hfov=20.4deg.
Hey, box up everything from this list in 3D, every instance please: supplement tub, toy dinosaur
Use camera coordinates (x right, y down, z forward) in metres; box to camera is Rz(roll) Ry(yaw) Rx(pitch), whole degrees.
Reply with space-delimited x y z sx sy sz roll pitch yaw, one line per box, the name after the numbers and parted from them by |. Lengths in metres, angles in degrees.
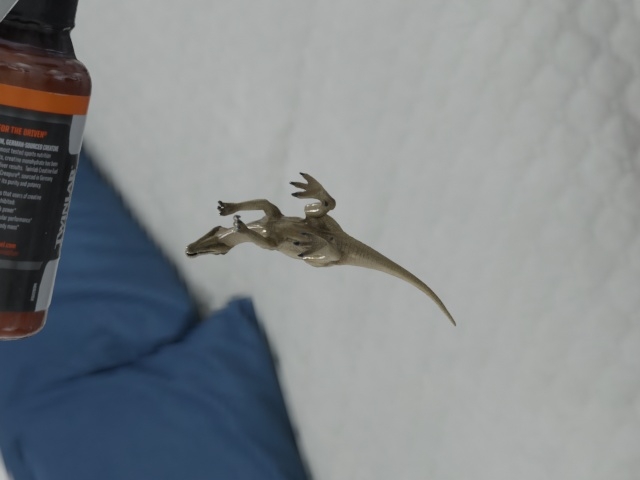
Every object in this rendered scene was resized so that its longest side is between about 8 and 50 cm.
-0.187 -0.050 0.999 0.106 0.106 0.198 23 103 53 | supplement tub
0.000 0.000 1.124 0.092 0.183 0.053 62 -137 -67 | toy dinosaur

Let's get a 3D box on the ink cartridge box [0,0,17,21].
-0.231 -0.051 0.546 0.275 0.239 0.060 -6 125 27 | ink cartridge box
